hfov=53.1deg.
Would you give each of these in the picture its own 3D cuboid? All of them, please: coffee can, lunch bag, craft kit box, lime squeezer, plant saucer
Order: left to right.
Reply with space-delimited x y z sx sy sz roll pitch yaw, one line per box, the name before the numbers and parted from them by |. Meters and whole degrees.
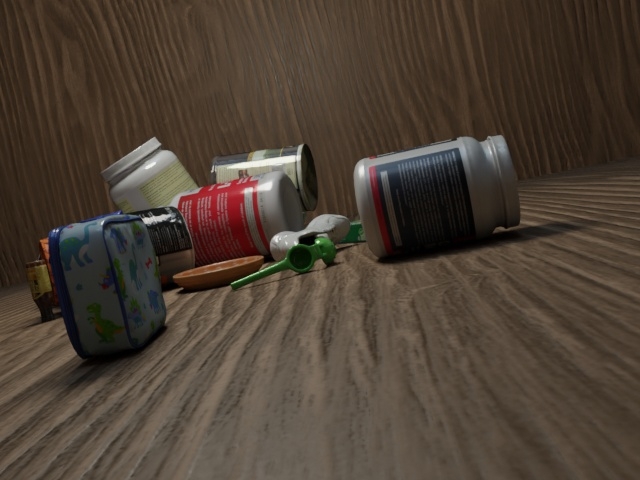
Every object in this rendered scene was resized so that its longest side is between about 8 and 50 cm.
lunch bag | -0.275 0.051 0.849 0.090 0.176 0.219 -12 5 -1
plant saucer | -0.217 0.072 1.389 0.200 0.037 0.200 -12 5 1
coffee can | -0.164 -0.170 1.903 0.275 0.201 0.201 -6 5 12
lime squeezer | -0.039 0.033 1.271 0.110 0.059 0.310 -8 6 39
craft kit box | 0.200 -0.045 1.700 0.246 0.061 0.250 -11 3 -29

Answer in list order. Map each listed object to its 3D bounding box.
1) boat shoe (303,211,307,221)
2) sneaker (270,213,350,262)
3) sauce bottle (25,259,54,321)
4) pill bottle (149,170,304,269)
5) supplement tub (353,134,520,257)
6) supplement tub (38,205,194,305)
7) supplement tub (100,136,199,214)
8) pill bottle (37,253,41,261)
boat shoe | -0.149 -0.025 2.091 0.302 0.109 0.094 -33 32 -31
sneaker | 0.000 0.000 1.530 0.232 0.090 0.115 -26 18 -36
sauce bottle | -0.583 0.105 1.339 0.042 0.128 0.042 -12 3 1
pill bottle | -0.266 -0.041 1.743 0.407 0.229 0.229 -11 4 14
supplement tub | 0.210 -0.082 1.175 0.272 0.191 0.191 -11 4 10
supplement tub | -0.469 0.038 1.485 0.316 0.193 0.193 -13 4 -27
supplement tub | -0.492 -0.127 1.963 0.235 0.325 0.235 -31 16 10
pill bottle | -0.635 0.059 1.696 0.181 0.181 0.323 -15 0 -37
